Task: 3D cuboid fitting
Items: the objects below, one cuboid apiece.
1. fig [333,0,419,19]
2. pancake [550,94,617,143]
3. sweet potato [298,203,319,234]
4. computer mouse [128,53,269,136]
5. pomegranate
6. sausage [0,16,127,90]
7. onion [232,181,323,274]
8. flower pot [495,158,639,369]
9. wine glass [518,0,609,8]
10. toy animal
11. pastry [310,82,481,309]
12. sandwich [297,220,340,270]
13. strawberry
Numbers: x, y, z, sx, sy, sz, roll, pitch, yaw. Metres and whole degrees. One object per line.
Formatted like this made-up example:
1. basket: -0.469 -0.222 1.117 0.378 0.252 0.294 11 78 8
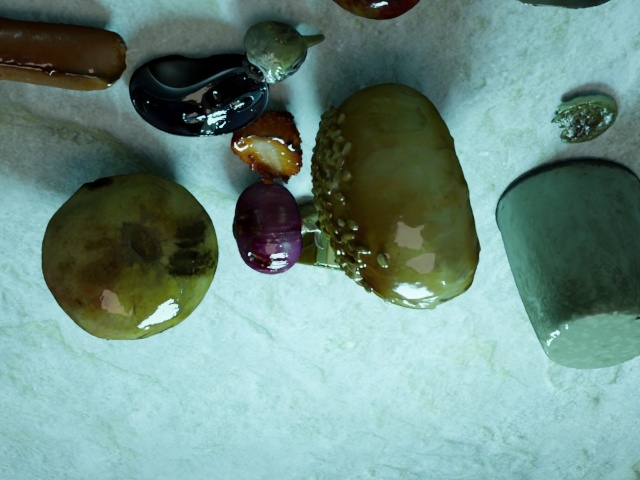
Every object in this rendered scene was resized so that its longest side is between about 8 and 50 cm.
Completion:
1. fig: 0.085 -0.383 1.452 0.175 0.175 0.207 -13 158 13
2. pancake: 0.474 -0.219 1.821 0.116 0.022 0.129 -19 146 21
3. sweet potato: -0.064 -0.020 2.024 0.053 0.054 0.182 31 135 -28
4. computer mouse: -0.201 -0.234 1.673 0.233 0.096 0.137 -7 144 7
5. pomegranate: -0.343 0.027 1.849 0.322 0.322 0.322 -3 145 -2
6. sausage: -0.465 -0.292 1.567 0.330 0.102 0.102 5 144 -12
7. onion: -0.094 -0.025 1.909 0.153 0.177 0.177 -32 141 0
8. flower pot: 0.500 0.055 1.948 0.294 0.330 0.293 -1 144 -1
9. wine glass: 0.309 -0.510 1.212 0.267 0.267 0.406 3 141 -9
10. toy animal: -0.062 -0.295 1.611 0.137 0.098 0.098 -7 151 -35
11. pastry: 0.116 -0.064 1.716 0.245 0.409 0.409 -17 144 0
12. sandwich: 0.000 0.000 2.089 0.079 0.113 0.163 11 177 -21
13. strawberry: -0.090 -0.170 1.797 0.121 0.082 0.188 -1 158 7
